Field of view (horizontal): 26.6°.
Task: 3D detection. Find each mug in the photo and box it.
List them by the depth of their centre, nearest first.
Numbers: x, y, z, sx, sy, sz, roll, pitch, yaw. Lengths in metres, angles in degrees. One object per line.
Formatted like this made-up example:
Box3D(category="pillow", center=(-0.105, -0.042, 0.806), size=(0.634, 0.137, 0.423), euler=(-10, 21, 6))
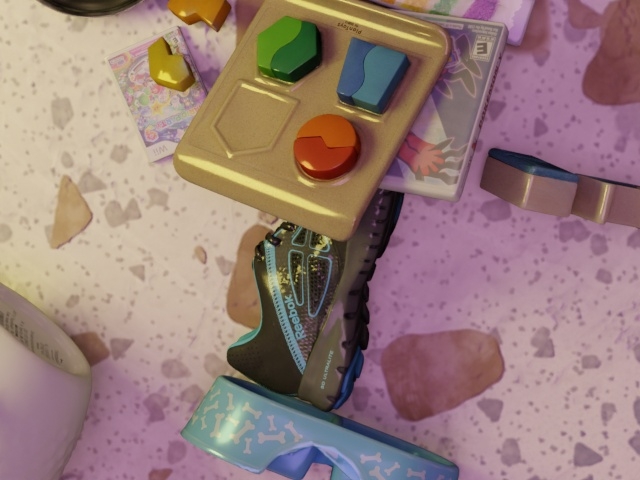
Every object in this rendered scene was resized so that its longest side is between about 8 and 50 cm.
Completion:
Box3D(category="mug", center=(-0.397, 0.212, 1.323), size=(0.276, 0.374, 0.328), euler=(41, 93, -6))

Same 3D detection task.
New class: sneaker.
Box3D(category="sneaker", center=(0.000, 0.000, 1.380), size=(0.140, 0.125, 0.340), euler=(16, 95, 11))

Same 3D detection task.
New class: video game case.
Box3D(category="video game case", center=(0.063, -0.139, 1.312), size=(0.201, 0.023, 0.183), euler=(11, 74, 22))
Box3D(category="video game case", center=(-0.165, -0.154, 1.429), size=(0.087, 0.011, 0.122), euler=(-22, 96, 8))

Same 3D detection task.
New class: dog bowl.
Box3D(category="dog bowl", center=(0.007, 0.219, 1.396), size=(0.297, 0.166, 0.074), euler=(21, 88, 2))

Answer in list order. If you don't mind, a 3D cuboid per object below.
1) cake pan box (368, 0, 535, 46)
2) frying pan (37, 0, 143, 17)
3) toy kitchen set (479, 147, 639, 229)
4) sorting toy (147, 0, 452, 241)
Box3D(category="cake pan box", center=(0.126, -0.352, 1.346), size=(0.246, 0.070, 0.266), euler=(19, 99, 0))
Box3D(category="frying pan", center=(-0.182, -0.363, 1.381), size=(0.326, 0.053, 0.197), euler=(-34, 94, 7))
Box3D(category="toy kitchen set", center=(0.292, -0.103, 1.360), size=(0.207, 0.122, 0.166), euler=(11, 99, -17))
Box3D(category="sorting toy", center=(-0.052, -0.150, 1.320), size=(0.307, 0.041, 0.229), euler=(22, 78, 25))
